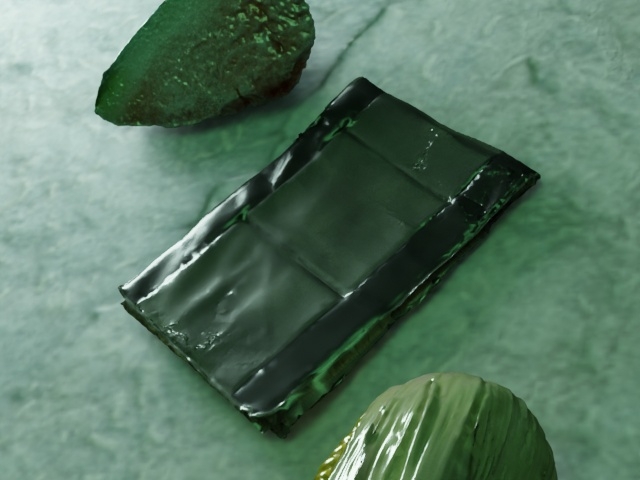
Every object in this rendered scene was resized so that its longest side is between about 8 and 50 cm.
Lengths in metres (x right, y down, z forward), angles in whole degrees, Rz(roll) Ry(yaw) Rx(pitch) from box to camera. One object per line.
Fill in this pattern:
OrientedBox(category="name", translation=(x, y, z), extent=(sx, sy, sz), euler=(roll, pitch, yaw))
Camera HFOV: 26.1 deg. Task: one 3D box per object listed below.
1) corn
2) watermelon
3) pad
OrientedBox(category="corn", translation=(0.027, 0.174, 0.596), extent=(0.123, 0.122, 0.305), euler=(-48, 6, 38))
OrientedBox(category="watermelon", translation=(-0.078, -0.131, 0.977), extent=(0.180, 0.081, 0.094), euler=(-22, 63, 27))
OrientedBox(category="pad", translation=(0.000, 0.000, 0.869), extent=(0.233, 0.022, 0.174), euler=(-44, 49, -15))
